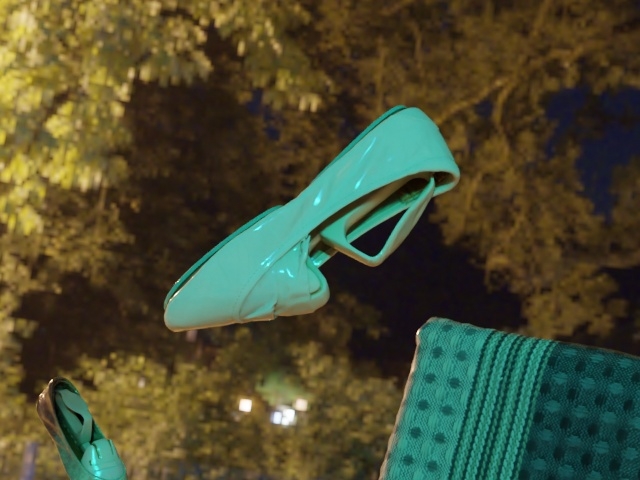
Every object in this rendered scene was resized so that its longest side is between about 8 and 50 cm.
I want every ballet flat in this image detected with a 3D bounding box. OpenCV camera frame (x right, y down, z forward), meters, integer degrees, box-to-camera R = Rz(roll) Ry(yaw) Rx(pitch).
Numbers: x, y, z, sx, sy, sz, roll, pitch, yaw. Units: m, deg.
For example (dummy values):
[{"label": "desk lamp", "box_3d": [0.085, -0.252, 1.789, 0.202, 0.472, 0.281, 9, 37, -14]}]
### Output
[{"label": "ballet flat", "box_3d": [-0.241, 0.209, 1.312, 0.057, 0.052, 0.168, -12, 51, -45]}, {"label": "ballet flat", "box_3d": [0.000, 0.000, 1.497, 0.139, 0.400, 0.139, 49, -9, 11]}]

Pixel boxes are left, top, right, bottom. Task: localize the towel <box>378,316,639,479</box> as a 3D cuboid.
[{"label": "towel", "box_3d": [0.146, 0.220, 0.696, 0.312, 0.324, 0.056, 9, -15, 35]}]
